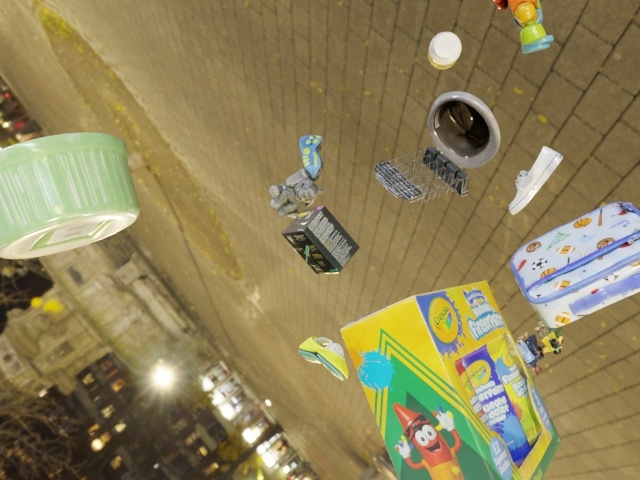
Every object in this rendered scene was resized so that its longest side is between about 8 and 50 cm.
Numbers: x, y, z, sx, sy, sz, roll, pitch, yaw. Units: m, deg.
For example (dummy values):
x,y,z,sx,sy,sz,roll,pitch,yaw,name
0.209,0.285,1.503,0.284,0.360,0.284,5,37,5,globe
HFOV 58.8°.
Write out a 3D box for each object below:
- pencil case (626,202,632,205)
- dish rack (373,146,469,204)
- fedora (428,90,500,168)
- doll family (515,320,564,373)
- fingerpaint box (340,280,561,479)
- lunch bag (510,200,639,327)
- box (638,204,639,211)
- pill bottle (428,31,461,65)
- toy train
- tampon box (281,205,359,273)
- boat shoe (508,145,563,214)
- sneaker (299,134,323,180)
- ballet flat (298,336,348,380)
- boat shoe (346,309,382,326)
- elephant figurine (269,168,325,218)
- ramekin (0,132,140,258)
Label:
x,y,z,sx,sy,sz,roll,pitch,yaw,name
0.781,0.002,1.453,0.088,0.086,0.206,-25,72,36,pencil case
0.307,-0.194,1.758,0.208,0.272,0.074,50,149,37,dish rack
0.509,-0.398,1.966,0.275,0.124,0.244,47,138,1,fedora
0.674,0.326,1.737,0.111,0.193,0.076,56,178,6,doll family
0.269,0.280,1.063,0.445,0.163,0.371,2,-117,-59,fingerpaint box
0.566,0.046,1.185,0.115,0.303,0.243,53,-161,-17,lunch bag
1.068,-0.020,1.491,0.382,0.143,0.191,6,-178,5,box
0.460,-0.706,2.106,0.117,0.118,0.208,52,-167,-2,pill bottle
0.383,-0.434,1.064,0.105,0.248,0.143,-14,95,26,toy train
0.000,0.000,1.548,0.161,0.101,0.120,50,153,-20,tampon box
0.712,-0.205,1.937,0.084,0.095,0.258,36,119,9,boat shoe
-0.026,-0.245,1.663,0.078,0.067,0.188,87,-179,-46,sneaker
0.018,0.310,1.553,0.077,0.077,0.231,53,160,-24,ballet flat
0.148,0.237,1.619,0.049,0.152,0.056,130,118,-81,boat shoe
-0.067,-0.187,2.179,0.239,0.169,0.186,-27,61,38,elephant figurine
-0.500,-0.076,1.088,0.303,0.303,0.148,147,102,-74,ramekin
